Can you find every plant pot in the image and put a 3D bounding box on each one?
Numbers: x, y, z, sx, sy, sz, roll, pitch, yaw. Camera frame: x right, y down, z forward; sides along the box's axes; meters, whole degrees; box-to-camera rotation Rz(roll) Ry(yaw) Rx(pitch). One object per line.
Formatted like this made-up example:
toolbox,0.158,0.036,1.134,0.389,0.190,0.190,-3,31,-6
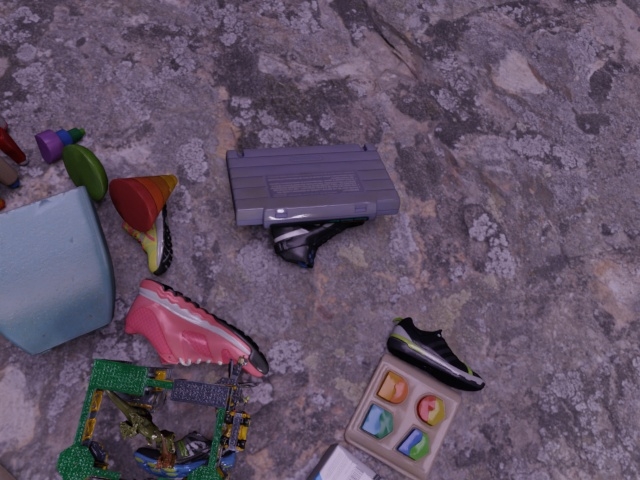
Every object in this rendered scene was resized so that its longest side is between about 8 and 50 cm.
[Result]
plant pot,-0.508,0.069,1.114,0.247,0.248,0.252,-24,94,-17

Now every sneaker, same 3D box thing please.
sneaker,-0.371,-0.019,1.256,0.094,0.081,0.208,-11,66,-6
sneaker,-0.259,0.408,1.133,0.188,0.067,0.078,0,49,-9
sneaker,0.257,0.237,1.268,0.235,0.084,0.097,29,67,1
sneaker,0.000,0.000,1.319,0.217,0.079,0.121,-5,82,-11
sneaker,-0.252,0.206,1.191,0.314,0.116,0.136,31,82,5

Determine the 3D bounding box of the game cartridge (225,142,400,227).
game cartridge,-0.022,-0.126,1.313,0.355,0.068,0.230,-4,48,-12

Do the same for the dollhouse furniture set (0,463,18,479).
dollhouse furniture set,-0.570,0.543,1.020,0.302,0.151,0.197,30,46,20

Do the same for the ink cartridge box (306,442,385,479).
ink cartridge box,0.063,0.508,1.137,0.191,0.082,0.139,38,69,3

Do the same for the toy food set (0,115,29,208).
toy food set,-0.700,-0.186,1.258,0.111,0.104,0.232,-27,59,-4

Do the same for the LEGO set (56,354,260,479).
LEGO set,-0.282,0.333,1.070,0.332,0.192,0.254,1,77,1

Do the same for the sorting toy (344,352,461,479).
sorting toy,0.176,0.366,1.232,0.193,0.038,0.208,30,68,1

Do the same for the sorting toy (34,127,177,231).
sorting toy,-0.440,-0.156,1.250,0.366,0.127,0.126,31,48,23
